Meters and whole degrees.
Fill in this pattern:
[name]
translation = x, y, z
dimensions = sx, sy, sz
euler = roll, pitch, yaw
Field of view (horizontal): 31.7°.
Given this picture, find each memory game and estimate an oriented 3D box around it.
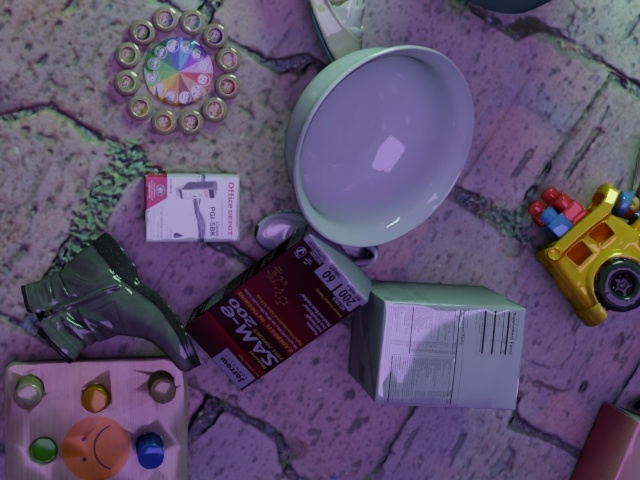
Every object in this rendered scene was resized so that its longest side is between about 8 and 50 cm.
[memory game]
translation = -0.203, -0.240, 1.605
dimensions = 0.186, 0.012, 0.186
euler = -1, 96, -10

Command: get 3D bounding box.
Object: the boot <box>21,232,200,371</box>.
[boot]
translation = -0.292, 0.122, 1.562
dimensions = 0.161, 0.083, 0.246
euler = -39, 75, -13

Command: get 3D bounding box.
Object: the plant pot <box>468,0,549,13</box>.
[plant pot]
translation = 0.269, -0.431, 1.556
dimensions = 0.290, 0.290, 0.195
euler = 9, 130, -11

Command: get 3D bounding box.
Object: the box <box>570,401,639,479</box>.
[box]
translation = 0.480, 0.391, 1.740
dimensions = 0.149, 0.127, 0.232
euler = 22, 92, -12

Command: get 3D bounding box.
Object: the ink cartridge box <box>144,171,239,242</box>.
[ink cartridge box]
translation = -0.183, -0.047, 1.608
dimensions = 0.135, 0.056, 0.099
euler = -1, 96, -9

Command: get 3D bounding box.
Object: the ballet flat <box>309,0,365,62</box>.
[ballet flat]
translation = 0.014, -0.351, 1.588
dimensions = 0.086, 0.086, 0.248
euler = -29, 101, -5

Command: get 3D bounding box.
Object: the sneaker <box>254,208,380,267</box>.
[sneaker]
translation = 0.000, 0.000, 1.634
dimensions = 0.191, 0.083, 0.071
euler = 9, 96, -10

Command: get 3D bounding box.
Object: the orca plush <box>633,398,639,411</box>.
[orca plush]
translation = 0.581, 0.151, 1.742
dimensions = 0.151, 0.102, 0.287
euler = 37, 89, -12

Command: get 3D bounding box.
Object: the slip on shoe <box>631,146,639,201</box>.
[slip on shoe]
translation = 0.504, -0.101, 1.732
dimensions = 0.051, 0.041, 0.135
euler = -1, 114, 6

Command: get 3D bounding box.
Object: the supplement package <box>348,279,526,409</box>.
[supplement package]
translation = 0.162, 0.147, 1.621
dimensions = 0.203, 0.194, 0.149
euler = 4, 97, -10

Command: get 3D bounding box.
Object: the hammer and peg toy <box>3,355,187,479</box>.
[hammer and peg toy]
translation = -0.309, 0.343, 1.597
dimensions = 0.266, 0.127, 0.361
euler = -2, 97, -12

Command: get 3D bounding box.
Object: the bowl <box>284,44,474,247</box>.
[bowl]
translation = 0.060, -0.149, 1.574
dimensions = 0.298, 0.134, 0.297
euler = -17, 124, -27

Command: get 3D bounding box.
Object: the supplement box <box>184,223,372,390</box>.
[supplement box]
translation = -0.060, 0.092, 1.598
dimensions = 0.239, 0.073, 0.130
euler = -37, 102, 19

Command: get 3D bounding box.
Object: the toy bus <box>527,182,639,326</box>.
[toy bus]
translation = 0.425, -0.011, 1.685
dimensions = 0.220, 0.149, 0.211
euler = -41, 86, -1
